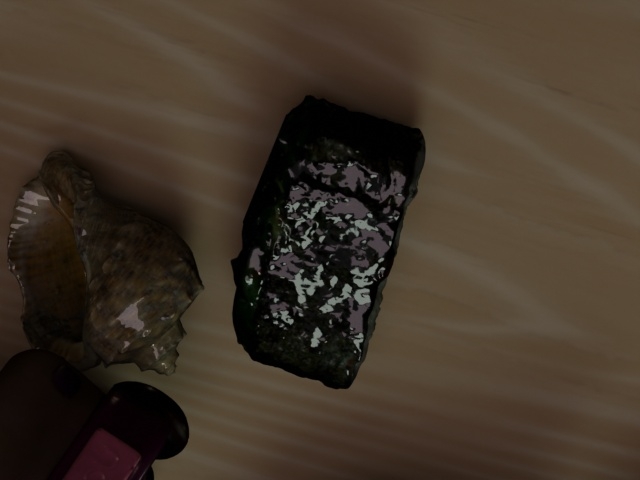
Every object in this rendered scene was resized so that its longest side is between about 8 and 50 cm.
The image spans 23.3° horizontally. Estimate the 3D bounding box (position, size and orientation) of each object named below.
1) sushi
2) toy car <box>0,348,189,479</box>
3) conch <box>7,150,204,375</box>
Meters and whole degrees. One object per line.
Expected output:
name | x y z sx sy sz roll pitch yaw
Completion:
sushi | 0.000 0.000 1.233 0.127 0.124 0.225 15 113 1
toy car | -0.276 0.203 1.223 0.240 0.271 0.340 36 144 -4
conch | -0.184 0.028 1.254 0.155 0.130 0.207 -35 87 0
